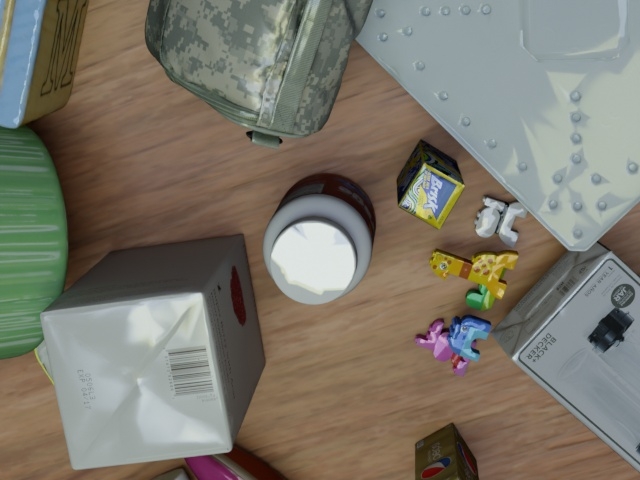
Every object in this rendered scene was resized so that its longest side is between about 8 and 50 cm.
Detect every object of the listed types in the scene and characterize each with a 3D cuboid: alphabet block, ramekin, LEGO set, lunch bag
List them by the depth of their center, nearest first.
[{"bbox_3d":[-0.040,-0.273,1.310,0.213,0.256,0.305,11,110,-26],"label":"lunch bag"},{"bbox_3d":[-0.376,-0.247,1.404,0.192,0.197,0.193,16,103,1],"label":"alphabet block"},{"bbox_3d":[-0.403,-0.001,1.415,0.148,0.303,0.303,-2,107,-37],"label":"ramekin"},{"bbox_3d":[0.165,0.051,1.490,0.093,0.087,0.227,19,102,-1],"label":"LEGO set"}]

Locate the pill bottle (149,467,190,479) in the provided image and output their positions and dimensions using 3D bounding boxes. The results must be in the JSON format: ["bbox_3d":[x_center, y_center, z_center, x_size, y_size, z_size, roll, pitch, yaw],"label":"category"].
[{"bbox_3d":[-0.164,0.397,1.571,0.119,0.119,0.208,-27,94,9],"label":"pill bottle"}]

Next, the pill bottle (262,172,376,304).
[{"bbox_3d":[0.000,0.000,1.422,0.121,0.216,0.121,1,103,4],"label":"pill bottle"}]

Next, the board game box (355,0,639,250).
[{"bbox_3d":[0.275,-0.251,1.352,0.390,0.050,0.390,46,116,6],"label":"board game box"}]

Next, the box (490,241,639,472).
[{"bbox_3d":[0.359,0.149,1.462,0.290,0.087,0.169,39,96,-16],"label":"box"}]

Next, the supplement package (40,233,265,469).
[{"bbox_3d":[-0.174,0.113,1.421,0.175,0.293,0.177,-8,102,6],"label":"supplement package"}]

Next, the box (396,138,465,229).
[{"bbox_3d":[0.122,-0.065,1.423,0.054,0.169,0.059,29,103,-3],"label":"box"}]

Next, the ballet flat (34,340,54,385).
[{"bbox_3d":[-0.294,0.171,1.554,0.077,0.077,0.231,-26,99,10],"label":"ballet flat"}]

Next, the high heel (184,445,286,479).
[{"bbox_3d":[-0.061,0.406,1.561,0.377,0.127,0.181,41,94,-8],"label":"high heel"}]

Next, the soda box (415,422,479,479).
[{"bbox_3d":[0.150,0.283,1.494,0.058,0.181,0.061,-31,98,10],"label":"soda box"}]
